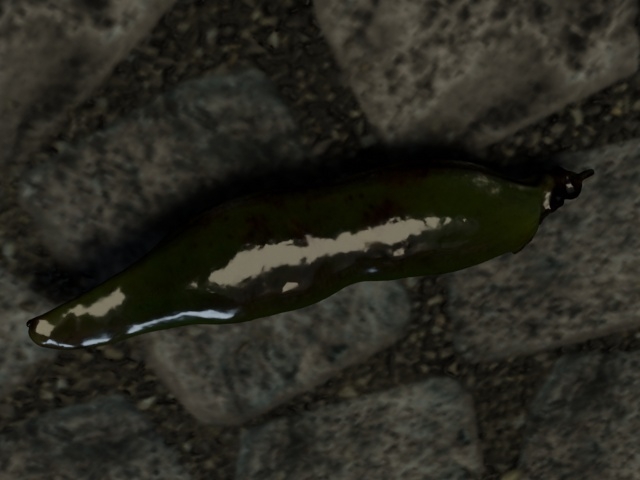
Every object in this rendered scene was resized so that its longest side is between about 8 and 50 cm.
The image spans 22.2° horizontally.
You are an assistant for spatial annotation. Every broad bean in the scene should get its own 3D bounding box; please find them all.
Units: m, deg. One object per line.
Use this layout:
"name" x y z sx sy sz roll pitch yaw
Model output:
"broad bean" 0.000 0.000 0.923 0.339 0.061 0.077 -12 138 -6
